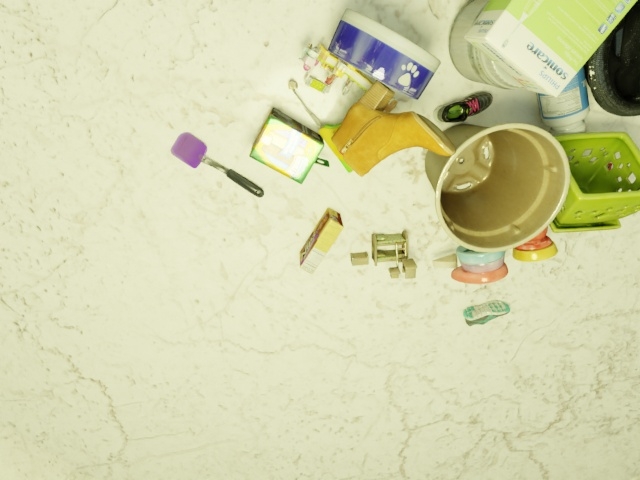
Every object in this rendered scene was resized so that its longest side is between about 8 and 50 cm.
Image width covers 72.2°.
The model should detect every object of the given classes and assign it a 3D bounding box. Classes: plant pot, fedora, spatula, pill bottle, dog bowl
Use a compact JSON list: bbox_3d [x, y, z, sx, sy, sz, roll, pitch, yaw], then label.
[{"bbox_3d":[0.747,-0.149,1.233,0.228,0.227,0.207,-4,147,0],"label":"plant pot"},{"bbox_3d":[0.437,-0.184,1.210,0.334,0.305,0.333,-2,116,-3],"label":"plant pot"},{"bbox_3d":[0.814,-0.503,1.166,0.334,0.152,0.334,-2,108,-8],"label":"fedora"},{"bbox_3d":[-0.294,-0.212,1.296,0.296,0.030,0.084,30,107,-17],"label":"spatula"},{"bbox_3d":[0.677,-0.395,1.229,0.124,0.124,0.221,-23,116,7],"label":"pill bottle"},{"bbox_3d":[0.155,-0.456,1.084,0.265,0.265,0.104,24,113,-14],"label":"dog bowl"}]

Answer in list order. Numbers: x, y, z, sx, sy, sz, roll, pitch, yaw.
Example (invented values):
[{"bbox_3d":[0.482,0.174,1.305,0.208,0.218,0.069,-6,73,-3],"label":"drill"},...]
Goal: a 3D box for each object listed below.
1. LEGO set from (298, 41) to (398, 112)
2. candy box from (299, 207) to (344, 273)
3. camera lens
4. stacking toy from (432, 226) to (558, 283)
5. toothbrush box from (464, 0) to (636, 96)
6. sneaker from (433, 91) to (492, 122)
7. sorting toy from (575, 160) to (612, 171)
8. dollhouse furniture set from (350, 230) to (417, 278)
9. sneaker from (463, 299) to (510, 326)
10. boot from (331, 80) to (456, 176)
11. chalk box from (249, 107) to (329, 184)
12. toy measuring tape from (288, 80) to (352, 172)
[{"bbox_3d":[0.062,-0.414,1.181,0.287,0.132,0.107,26,120,-22],"label":"LEGO set"},{"bbox_3d":[0.000,0.000,1.375,0.053,0.109,0.186,28,111,-16],"label":"candy box"},{"bbox_3d":[0.457,-0.494,1.081,0.219,0.274,0.219,-2,115,-4],"label":"camera lens"},{"bbox_3d":[0.497,0.002,1.311,0.309,0.279,0.130,-21,105,-19],"label":"stacking toy"},{"bbox_3d":[0.471,-0.470,0.873,0.206,0.122,0.283,29,109,-17],"label":"toothbrush box"},{"bbox_3d":[0.412,-0.373,1.246,0.170,0.075,0.063,-17,115,3],"label":"sneaker"},{"bbox_3d":[0.797,-0.181,1.382,0.275,0.046,0.132,1,115,-5],"label":"sorting toy"},{"bbox_3d":[0.194,0.047,1.382,0.182,0.161,0.101,-5,115,-3],"label":"dollhouse furniture set"},{"bbox_3d":[0.595,0.266,1.580,0.167,0.065,0.076,-11,132,5],"label":"sneaker"},{"bbox_3d":[0.170,-0.237,1.098,0.295,0.104,0.211,48,118,23],"label":"boot"},{"bbox_3d":[-0.073,-0.255,1.236,0.213,0.132,0.132,28,110,-15],"label":"chalk box"},{"bbox_3d":[0.050,-0.329,1.228,0.121,0.121,0.330,-35,103,12],"label":"toy measuring tape"}]
